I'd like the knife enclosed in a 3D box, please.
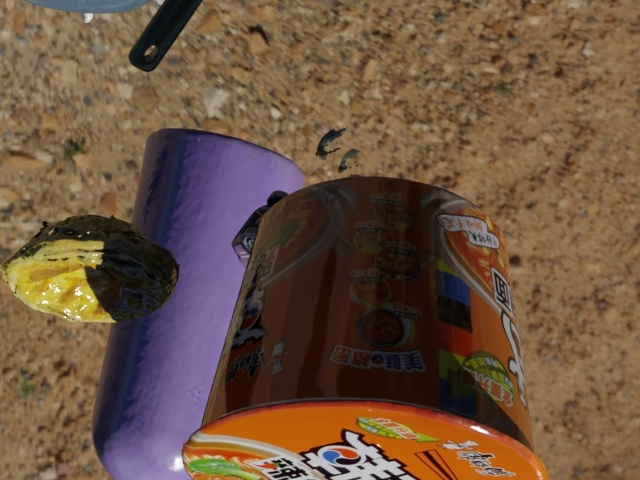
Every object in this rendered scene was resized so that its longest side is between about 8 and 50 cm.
[{"bbox_3d":[-0.075,-0.287,0.949,0.061,0.027,0.343,27,113,-33],"label":"knife"}]

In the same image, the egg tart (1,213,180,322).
[{"bbox_3d":[-0.166,0.017,0.800,0.130,0.052,0.130,-1,152,0],"label":"egg tart"}]

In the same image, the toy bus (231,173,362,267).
[{"bbox_3d":[0.000,0.000,1.168,0.178,0.087,0.098,-9,123,34],"label":"toy bus"}]

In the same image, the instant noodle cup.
[{"bbox_3d":[0.037,0.088,0.792,0.250,0.192,0.250,4,145,3],"label":"instant noodle cup"}]

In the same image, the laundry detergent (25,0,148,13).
[{"bbox_3d":[-0.145,-0.243,0.679,0.097,0.061,0.206,3,68,-13],"label":"laundry detergent"}]

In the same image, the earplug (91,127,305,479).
[{"bbox_3d":[-0.174,0.097,1.413,0.215,0.215,0.456,18,78,-21],"label":"earplug"}]

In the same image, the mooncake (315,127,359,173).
[{"bbox_3d":[0.048,-0.007,1.805,0.150,0.057,0.347,-26,72,5],"label":"mooncake"}]

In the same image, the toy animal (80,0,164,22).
[{"bbox_3d":[-0.209,-0.391,1.436,0.282,0.138,0.140,-14,145,-10],"label":"toy animal"}]
